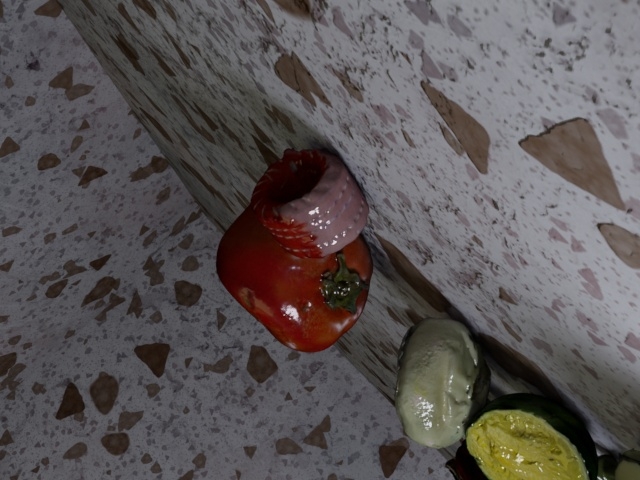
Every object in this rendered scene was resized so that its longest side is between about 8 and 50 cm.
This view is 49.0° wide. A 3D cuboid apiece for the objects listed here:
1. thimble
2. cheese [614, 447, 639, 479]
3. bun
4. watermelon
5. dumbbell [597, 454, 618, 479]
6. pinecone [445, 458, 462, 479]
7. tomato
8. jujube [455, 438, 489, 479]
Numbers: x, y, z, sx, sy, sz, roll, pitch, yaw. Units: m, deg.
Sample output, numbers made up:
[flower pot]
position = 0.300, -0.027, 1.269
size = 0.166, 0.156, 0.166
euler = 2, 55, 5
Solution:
[thimble]
position = -0.019, -0.061, 1.169
size = 0.125, 0.163, 0.189
euler = 52, 169, -33
[cheese]
position = 0.456, 0.419, 0.950
size = 0.127, 0.054, 0.252
euler = 152, 116, -80
[bun]
position = 0.229, 0.258, 1.261
size = 0.141, 0.239, 0.239
euler = 4, 143, 35
[watermelon]
position = 0.367, 0.341, 1.172
size = 0.232, 0.127, 0.204
euler = 24, 130, 25
[dumbbell]
position = 0.474, 0.368, 1.107
size = 0.052, 0.046, 0.118
euler = 41, 169, 4
[pinecone]
position = 0.405, 0.645, 1.573
size = 0.398, 0.398, 0.398
euler = 45, 170, 11
[tomato]
position = -0.048, 0.052, 1.413
size = 0.289, 0.293, 0.325
euler = 20, 163, 44
[jujube]
position = 0.392, 0.459, 1.348
size = 0.197, 0.197, 0.290
euler = 53, 162, -28
